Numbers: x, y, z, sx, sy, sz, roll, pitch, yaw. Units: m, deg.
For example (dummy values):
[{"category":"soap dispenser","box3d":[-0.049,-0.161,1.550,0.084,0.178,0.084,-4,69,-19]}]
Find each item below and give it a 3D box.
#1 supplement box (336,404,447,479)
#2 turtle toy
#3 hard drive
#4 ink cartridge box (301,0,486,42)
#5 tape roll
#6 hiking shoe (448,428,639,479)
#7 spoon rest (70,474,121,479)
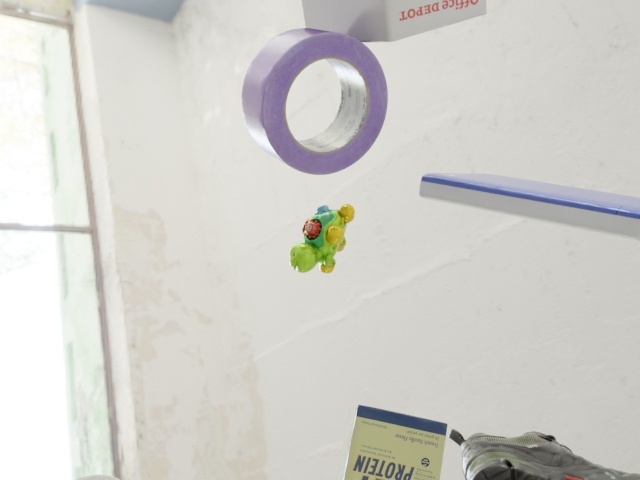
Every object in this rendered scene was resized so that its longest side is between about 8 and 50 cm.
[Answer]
[{"category":"supplement box","box3d":[0.040,0.153,0.406,0.083,0.056,0.083,93,9,-72]},{"category":"turtle toy","box3d":[0.000,0.000,0.946,0.095,0.066,0.130,105,11,-48]},{"category":"hard drive","box3d":[0.334,-0.056,0.922,0.319,0.210,0.040,16,-75,43]},{"category":"ink cartridge box","box3d":[0.090,-0.433,0.892,0.197,0.198,0.270,24,-48,50]},{"category":"tape roll","box3d":[-0.007,-0.190,0.874,0.080,0.189,0.189,35,-62,55]},{"category":"hiking shoe","box3d":[0.238,0.226,0.607,0.114,0.227,0.086,-98,-152,-71]},{"category":"spoon rest","box3d":[-0.258,0.281,0.483,0.084,0.276,0.137,20,-60,34]}]
